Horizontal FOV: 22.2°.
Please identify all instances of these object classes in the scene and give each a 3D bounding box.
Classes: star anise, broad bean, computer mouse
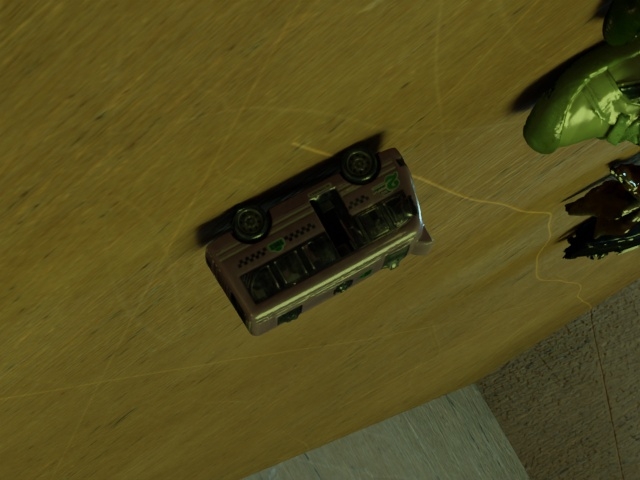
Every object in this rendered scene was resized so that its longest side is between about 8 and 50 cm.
[{"bbox_3d":[0.488,-0.085,2.363,0.288,0.088,0.288,-19,156,-9],"label":"star anise"},{"bbox_3d":[0.285,-0.210,1.429,0.061,0.046,0.195,-40,175,-10],"label":"broad bean"},{"bbox_3d":[0.511,-0.024,2.703,0.242,0.077,0.146,-29,167,-2],"label":"computer mouse"}]

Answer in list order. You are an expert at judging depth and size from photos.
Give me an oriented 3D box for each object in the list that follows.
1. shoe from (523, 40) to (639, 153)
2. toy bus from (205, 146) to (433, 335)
[{"bbox_3d":[0.329,-0.157,1.628,0.262,0.128,0.140,-31,155,-6],"label":"shoe"},{"bbox_3d":[0.000,0.000,1.477,0.199,0.108,0.096,-28,169,-8],"label":"toy bus"}]
